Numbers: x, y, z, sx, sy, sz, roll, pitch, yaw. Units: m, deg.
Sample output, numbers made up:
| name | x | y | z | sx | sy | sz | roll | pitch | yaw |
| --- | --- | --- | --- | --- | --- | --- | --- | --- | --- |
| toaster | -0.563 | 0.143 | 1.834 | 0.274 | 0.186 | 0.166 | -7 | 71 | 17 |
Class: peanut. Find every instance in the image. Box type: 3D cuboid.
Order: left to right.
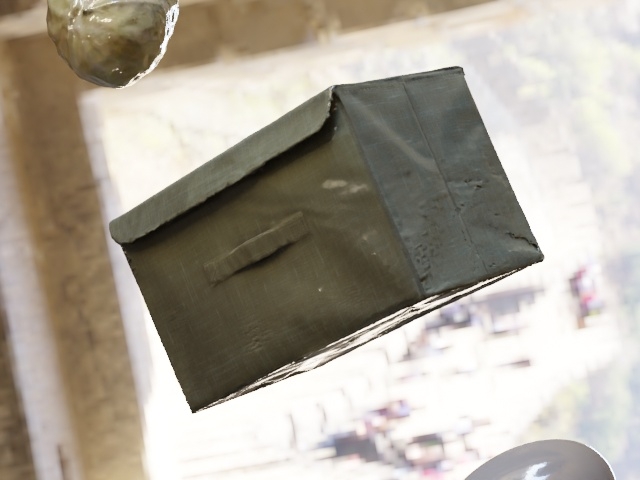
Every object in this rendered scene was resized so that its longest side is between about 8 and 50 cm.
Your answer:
| name | x | y | z | sx | sy | sz | roll | pitch | yaw |
| --- | --- | --- | --- | --- | --- | --- | --- | --- | --- |
| peanut | -0.162 | -0.177 | 1.407 | 0.214 | 0.099 | 0.090 | -84 | -178 | -74 |

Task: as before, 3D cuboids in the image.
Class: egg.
| name | x | y | z | sx | sy | sz | roll | pitch | yaw |
| --- | --- | --- | --- | --- | --- | --- | --- | --- | --- |
| egg | 0.219 | 0.312 | 1.918 | 0.176 | 0.232 | 0.176 | 40 | -4 | 3 |

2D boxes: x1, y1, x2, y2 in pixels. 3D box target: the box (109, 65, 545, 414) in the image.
| name | x | y | z | sx | sy | sz | roll | pitch | yaw |
| --- | --- | --- | --- | --- | --- | --- | --- | --- | --- |
| box | 0.000 | 0.000 | 1.216 | 0.155 | 0.231 | 0.149 | -15 | 79 | -51 |
